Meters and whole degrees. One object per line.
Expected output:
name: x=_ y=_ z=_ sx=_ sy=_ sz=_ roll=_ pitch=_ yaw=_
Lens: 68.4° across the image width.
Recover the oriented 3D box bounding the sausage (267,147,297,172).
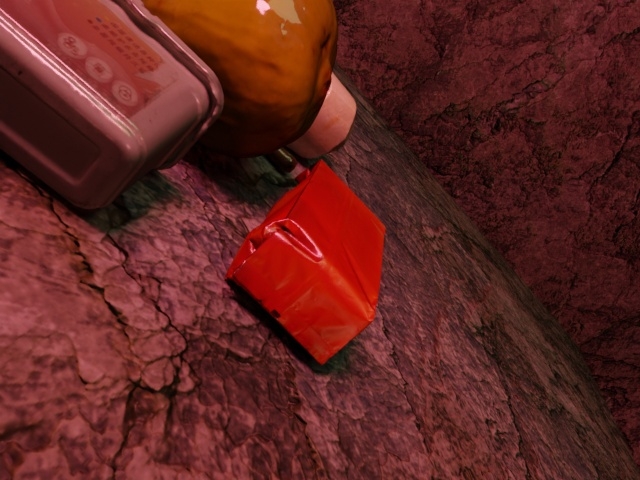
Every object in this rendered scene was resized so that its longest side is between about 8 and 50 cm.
sausage: x=-0.114 y=-0.216 z=0.992 sx=0.176 sy=0.047 sz=0.040 roll=49 pitch=7 yaw=-3

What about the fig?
fig: x=-0.143 y=-0.307 z=0.756 sx=0.343 sy=0.343 sz=0.343 roll=40 pitch=25 yaw=-23

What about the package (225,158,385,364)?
package: x=-0.001 y=0.001 z=0.775 sx=0.196 sy=0.123 sz=0.423 roll=48 pitch=24 yaw=-12

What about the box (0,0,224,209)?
box: x=-0.282 y=-0.183 z=0.503 sx=0.312 sy=0.175 sz=0.182 roll=42 pitch=33 yaw=-18

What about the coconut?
coconut: x=-0.033 y=-0.308 z=1.090 sx=0.222 sy=0.202 sz=0.202 roll=33 pitch=28 yaw=-38
